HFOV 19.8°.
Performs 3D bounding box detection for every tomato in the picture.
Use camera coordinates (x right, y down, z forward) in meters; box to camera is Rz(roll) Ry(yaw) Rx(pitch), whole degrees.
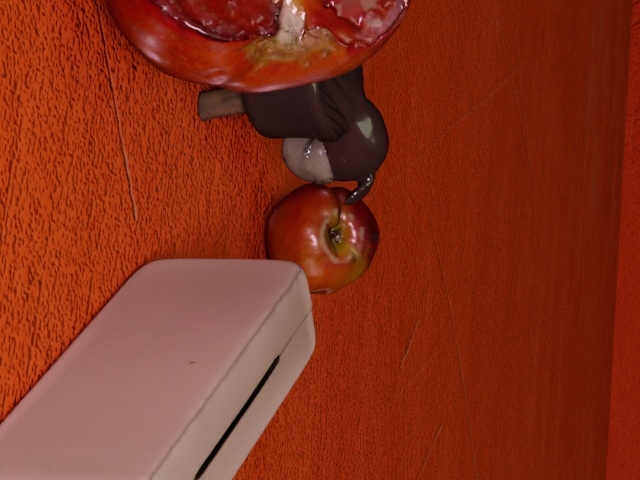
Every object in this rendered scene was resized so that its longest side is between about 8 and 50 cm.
[{"bbox_3d":[-0.061,-0.191,1.270,0.233,0.139,0.200,4,65,-28],"label":"tomato"}]

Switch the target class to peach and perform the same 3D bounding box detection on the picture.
[{"bbox_3d":[-0.001,0.000,1.531,0.101,0.100,0.101,0,90,-69],"label":"peach"}]

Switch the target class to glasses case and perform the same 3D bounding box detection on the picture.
[{"bbox_3d":[-0.111,0.110,1.180,0.313,0.131,0.070,-55,140,-57],"label":"glasses case"}]

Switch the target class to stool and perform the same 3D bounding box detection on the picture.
[{"bbox_3d":[-0.020,-0.119,1.434,0.125,0.121,0.217,-73,151,-42],"label":"stool"}]
